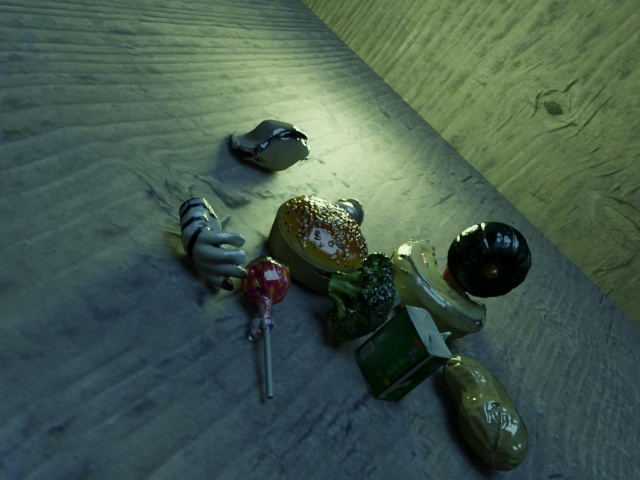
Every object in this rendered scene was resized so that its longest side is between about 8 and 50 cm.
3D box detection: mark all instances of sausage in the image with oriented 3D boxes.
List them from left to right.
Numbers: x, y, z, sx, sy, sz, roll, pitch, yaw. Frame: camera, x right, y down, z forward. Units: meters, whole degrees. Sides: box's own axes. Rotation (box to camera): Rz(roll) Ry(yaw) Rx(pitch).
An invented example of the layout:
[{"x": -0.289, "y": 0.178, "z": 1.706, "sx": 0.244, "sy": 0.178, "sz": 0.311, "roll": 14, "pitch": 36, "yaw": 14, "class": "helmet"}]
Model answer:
[{"x": 0.491, "y": 0.096, "z": 2.063, "sx": 0.113, "sy": 0.259, "sz": 0.114, "roll": -1, "pitch": 61, "yaw": 1, "class": "sausage"}]

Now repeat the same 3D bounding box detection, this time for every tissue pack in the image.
[{"x": 0.224, "y": 0.292, "z": 1.515, "sx": 0.156, "sy": 0.209, "sz": 0.148, "roll": 17, "pitch": 38, "yaw": -39, "class": "tissue pack"}]

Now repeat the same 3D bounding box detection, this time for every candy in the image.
[{"x": -0.121, "y": 0.189, "z": 1.352, "sx": 0.124, "sy": 0.124, "sz": 0.366, "roll": 23, "pitch": 41, "yaw": -31, "class": "candy"}]

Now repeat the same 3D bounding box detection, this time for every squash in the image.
[{"x": 0.521, "y": 0.058, "z": 1.839, "sx": 0.252, "sy": 0.252, "sz": 0.165, "roll": 27, "pitch": 33, "yaw": -26, "class": "squash"}]

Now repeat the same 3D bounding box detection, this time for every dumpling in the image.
[{"x": -0.159, "y": -0.334, "z": 1.946, "sx": 0.292, "sy": 0.163, "sz": 0.205, "roll": -4, "pitch": 57, "yaw": -38, "class": "dumpling"}]

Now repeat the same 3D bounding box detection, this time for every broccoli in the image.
[{"x": 0.105, "y": 0.145, "z": 1.526, "sx": 0.176, "sy": 0.227, "sz": 0.198, "roll": -3, "pitch": 20, "yaw": 3, "class": "broccoli"}]

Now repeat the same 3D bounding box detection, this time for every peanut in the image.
[{"x": 0.442, "y": 0.461, "z": 1.620, "sx": 0.174, "sy": 0.158, "sz": 0.340, "roll": -1, "pitch": 38, "yaw": -11, "class": "peanut"}]

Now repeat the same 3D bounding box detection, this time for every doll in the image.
[{"x": 0.035, "y": -0.087, "z": 1.891, "sx": 0.293, "sy": 0.138, "sz": 0.119, "roll": 6, "pitch": 85, "yaw": -43, "class": "doll"}]

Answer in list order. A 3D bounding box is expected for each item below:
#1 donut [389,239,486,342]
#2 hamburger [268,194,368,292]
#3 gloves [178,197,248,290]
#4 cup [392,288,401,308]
[{"x": 0.352, "y": 0.165, "z": 1.902, "sx": 0.307, "sy": 0.150, "sz": 0.371, "roll": -4, "pitch": 52, "yaw": -54, "class": "donut"}, {"x": 0.000, "y": 0.000, "z": 1.670, "sx": 0.300, "sy": 0.176, "sz": 0.300, "roll": 29, "pitch": 33, "yaw": -21, "class": "hamburger"}, {"x": -0.258, "y": 0.017, "z": 1.386, "sx": 0.131, "sy": 0.140, "sz": 0.219, "roll": -5, "pitch": 65, "yaw": -29, "class": "gloves"}, {"x": 0.168, "y": 0.143, "z": 1.761, "sx": 0.141, "sy": 0.120, "sz": 0.120, "roll": 56, "pitch": 29, "yaw": -3, "class": "cup"}]
